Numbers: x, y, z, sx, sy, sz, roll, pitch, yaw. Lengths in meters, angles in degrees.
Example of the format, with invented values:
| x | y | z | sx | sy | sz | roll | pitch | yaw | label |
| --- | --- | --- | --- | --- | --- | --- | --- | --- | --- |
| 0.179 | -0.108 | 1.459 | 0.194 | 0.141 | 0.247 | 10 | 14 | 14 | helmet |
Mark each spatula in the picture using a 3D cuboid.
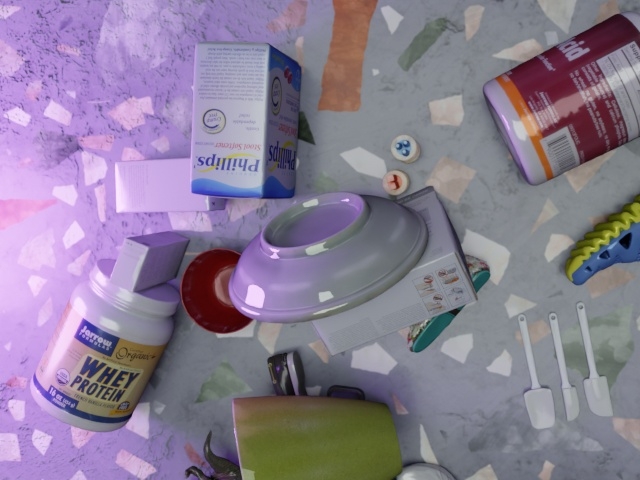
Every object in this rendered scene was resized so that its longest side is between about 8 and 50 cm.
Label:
| x | y | z | sx | sy | sz | roll | pitch | yaw | label |
| --- | --- | --- | --- | --- | --- | --- | --- | --- | --- |
| 0.491 | 0.256 | 1.619 | 0.168 | 0.019 | 0.242 | -12 | 91 | 12 | spatula |

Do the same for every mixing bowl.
| x | y | z | sx | sy | sz | roll | pitch | yaw | label |
| --- | --- | --- | --- | --- | --- | --- | --- | --- | --- |
| -0.199 | 0.104 | 1.699 | 0.181 | 0.098 | 0.181 | 1 | 93 | 10 | mixing bowl |

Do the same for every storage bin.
| x | y | z | sx | sy | sz | roll | pitch | yaw | label |
| --- | --- | --- | --- | --- | --- | --- | --- | --- | --- |
| 0.050 | 0.386 | 1.674 | 0.098 | 0.091 | 0.135 | 6 | 95 | 10 | storage bin |

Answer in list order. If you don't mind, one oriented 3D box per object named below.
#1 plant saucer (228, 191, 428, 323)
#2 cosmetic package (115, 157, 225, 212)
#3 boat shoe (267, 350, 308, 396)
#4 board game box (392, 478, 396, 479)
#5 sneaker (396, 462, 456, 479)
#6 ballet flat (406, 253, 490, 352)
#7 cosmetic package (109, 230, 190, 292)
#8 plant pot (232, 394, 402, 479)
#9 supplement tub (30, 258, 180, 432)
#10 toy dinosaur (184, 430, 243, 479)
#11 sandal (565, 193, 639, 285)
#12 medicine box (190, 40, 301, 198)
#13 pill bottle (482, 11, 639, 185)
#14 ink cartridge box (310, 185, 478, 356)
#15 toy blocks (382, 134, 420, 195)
| x | y | z | sx | sy | sz | roll | pitch | yaw | label |
| --- | --- | --- | --- | --- | --- | --- | --- | --- | --- |
| 0.000 | 0.000 | 1.504 | 0.401 | 0.400 | 0.100 | -15 | 116 | 11 | plant saucer |
| -0.323 | -0.118 | 1.698 | 0.231 | 0.085 | 0.117 | 1 | 94 | 19 | cosmetic package |
| -0.062 | 0.355 | 1.702 | 0.069 | 0.081 | 0.227 | -12 | 84 | 14 | boat shoe |
| 0.081 | 0.552 | 1.666 | 0.186 | 0.026 | 0.126 | -25 | 89 | -19 | board game box |
| 0.263 | 0.541 | 1.630 | 0.232 | 0.115 | 0.090 | 27 | 98 | 8 | sneaker |
| 0.253 | 0.126 | 1.635 | 0.241 | 0.091 | 0.077 | -48 | 53 | 5 | ballet flat |
| -0.353 | 0.040 | 1.653 | 0.060 | 0.239 | 0.098 | 21 | 97 | 8 | cosmetic package |
| -0.001 | 0.412 | 1.528 | 0.294 | 0.275 | 0.274 | -11 | 91 | -5 | plant pot |
| -0.453 | 0.220 | 1.689 | 0.228 | 0.228 | 0.316 | 28 | 98 | 8 | supplement tub |
| -0.216 | 0.565 | 1.740 | 0.160 | 0.121 | 0.313 | 2 | 89 | -1 | toy dinosaur |
| 0.621 | -0.007 | 1.529 | 0.317 | 0.126 | 0.138 | -38 | 90 | 12 | sandal |
| -0.143 | -0.230 | 1.584 | 0.149 | 0.263 | 0.289 | 3 | 94 | 11 | medicine box |
| 0.525 | -0.283 | 1.476 | 0.392 | 0.224 | 0.224 | -26 | 88 | 11 | pill bottle |
| 0.130 | 0.053 | 1.592 | 0.309 | 0.272 | 0.130 | -23 | 120 | 13 | ink cartridge box |
| 0.159 | -0.151 | 1.591 | 0.054 | 0.148 | 0.123 | 19 | 96 | 9 | toy blocks |
